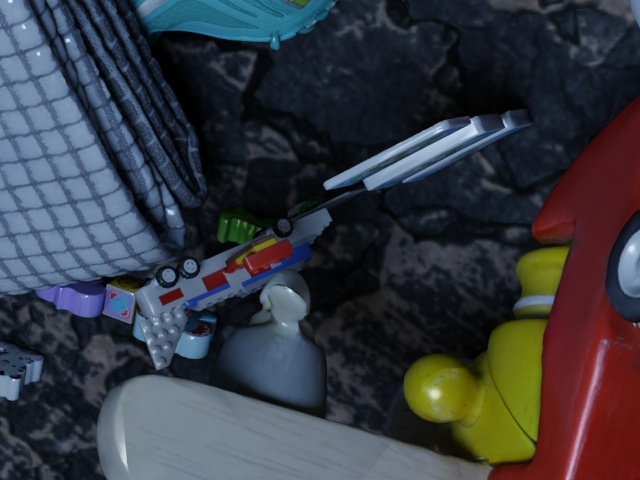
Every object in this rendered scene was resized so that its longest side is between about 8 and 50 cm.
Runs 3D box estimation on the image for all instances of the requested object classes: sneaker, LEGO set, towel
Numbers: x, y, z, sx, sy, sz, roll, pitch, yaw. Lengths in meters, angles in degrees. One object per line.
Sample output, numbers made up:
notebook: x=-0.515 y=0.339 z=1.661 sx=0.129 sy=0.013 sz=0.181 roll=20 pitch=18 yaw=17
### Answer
sneaker: x=-0.020 y=-0.172 z=1.138 sx=0.275 sy=0.107 sz=0.110 roll=-6 pitch=125 yaw=29
LEGO set: x=0.000 y=0.000 z=1.105 sx=0.244 sy=0.182 sz=0.060 roll=-26 pitch=86 yaw=20
towel: x=-0.222 y=-0.097 z=1.131 sx=0.235 sy=0.121 sz=0.284 roll=-8 pitch=128 yaw=24

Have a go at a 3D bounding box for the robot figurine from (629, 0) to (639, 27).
robot figurine: x=0.255 y=-0.194 z=0.953 sx=0.209 sy=0.173 sz=0.278 roll=36 pitch=120 yaw=35

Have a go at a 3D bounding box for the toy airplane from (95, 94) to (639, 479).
toy airplane: x=0.113 y=0.152 z=1.036 sx=0.272 sy=0.384 sz=0.386 roll=24 pitch=141 yaw=64

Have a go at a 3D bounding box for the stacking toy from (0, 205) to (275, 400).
stacking toy: x=-0.127 y=0.044 z=1.268 sx=0.221 sy=0.052 sz=0.167 roll=17 pitch=114 yaw=16
